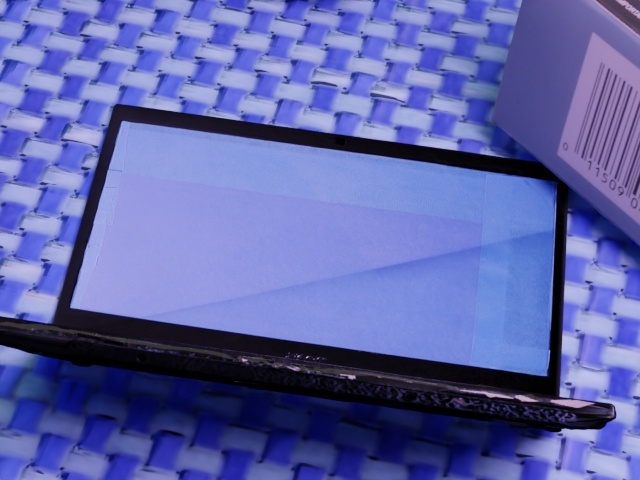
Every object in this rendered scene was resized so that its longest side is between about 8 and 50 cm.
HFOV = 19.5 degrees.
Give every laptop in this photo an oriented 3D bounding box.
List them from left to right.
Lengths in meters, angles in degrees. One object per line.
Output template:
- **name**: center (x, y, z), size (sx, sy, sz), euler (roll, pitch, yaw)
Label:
- **laptop**: center (0.000, 0.000, 0.796), size (0.234, 0.264, 0.137), euler (7, 84, 2)

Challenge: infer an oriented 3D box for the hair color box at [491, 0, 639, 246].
- **hair color box**: center (0.289, -0.113, 0.935), size (0.374, 0.114, 0.185), euler (-27, 56, -31)
